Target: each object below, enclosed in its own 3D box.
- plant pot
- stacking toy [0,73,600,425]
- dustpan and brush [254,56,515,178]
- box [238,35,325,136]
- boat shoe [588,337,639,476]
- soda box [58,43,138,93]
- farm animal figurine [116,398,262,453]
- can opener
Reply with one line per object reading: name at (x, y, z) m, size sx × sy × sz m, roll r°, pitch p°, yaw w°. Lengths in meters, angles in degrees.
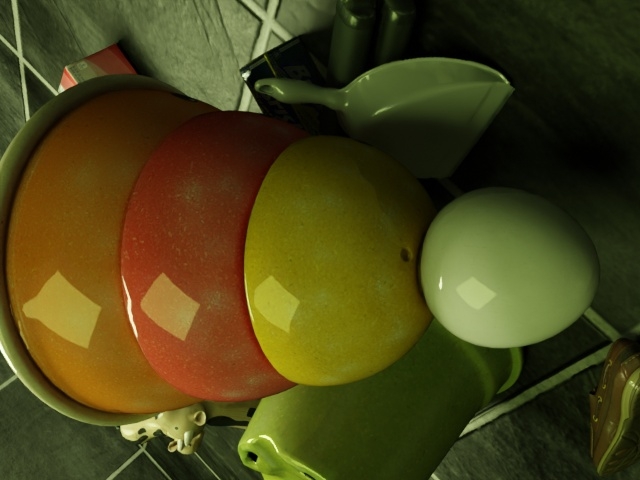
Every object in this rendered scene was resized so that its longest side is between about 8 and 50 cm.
plant pot at (0.050, 0.181, 0.745) m, size 0.276 × 0.254 × 0.276 m, roll 26°, pitch 148°, yaw 18°
stacking toy at (-0.011, 0.018, 0.580) m, size 0.479 × 0.351 × 0.351 m, roll 3°, pitch 126°, yaw 30°
dustpan and brush at (0.046, -0.119, 0.604) m, size 0.147 × 0.211 × 0.060 m, roll 118°, pitch 144°, yaw -55°
box at (-0.017, -0.133, 0.736) m, size 0.054 × 0.059 × 0.169 m, roll -13°, pitch 112°, yaw 51°
boat shoe at (0.303, 0.169, 0.663) m, size 0.060 × 0.064 × 0.178 m, roll -119°, pitch 19°, yaw -48°
soda box at (-0.272, -0.151, 0.988) m, size 0.263 × 0.092 × 0.083 m, roll 54°, pitch 149°, yaw -6°
farm animal figurine at (-0.204, 0.274, 1.116) m, size 0.330 × 0.326 × 0.172 m, roll 119°, pitch 148°, yaw -54°
can opener at (0.041, -0.213, 0.604) m, size 0.283 × 0.075 × 0.095 m, roll 100°, pitch 155°, yaw -50°
